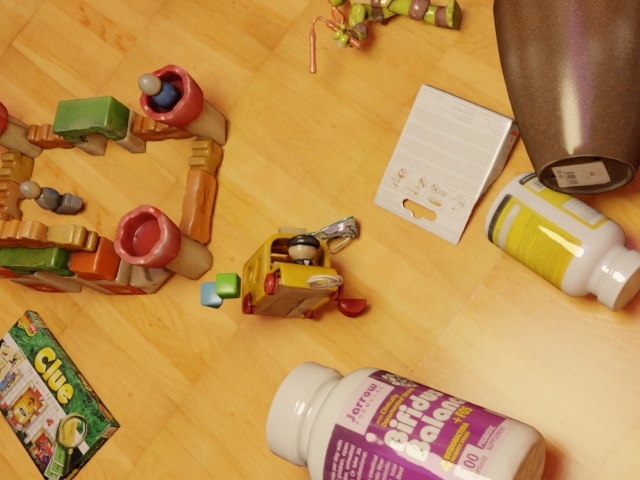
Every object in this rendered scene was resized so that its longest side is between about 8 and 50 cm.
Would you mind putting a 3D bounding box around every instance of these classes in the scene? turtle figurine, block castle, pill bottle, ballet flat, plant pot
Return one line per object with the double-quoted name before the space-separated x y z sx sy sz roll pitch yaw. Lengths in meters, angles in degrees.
"turtle figurine" 0.092 -0.342 1.324 0.217 0.087 0.269 7 68 19
"block castle" -0.381 -0.089 1.391 0.454 0.213 0.302 0 73 25
"pill bottle" 0.093 0.247 1.081 0.302 0.169 0.169 17 81 28
"ballet flat" 0.000 0.000 1.283 0.114 0.041 0.041 -18 67 20
"plant pot" 0.308 -0.178 1.084 0.215 0.215 0.230 -4 68 24
"pill bottle" 0.294 0.003 1.104 0.184 0.103 0.103 38 92 30

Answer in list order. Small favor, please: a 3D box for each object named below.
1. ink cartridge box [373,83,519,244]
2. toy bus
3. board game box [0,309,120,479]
"ink cartridge box" 0.169 -0.102 1.246 0.145 0.045 0.179 29 105 29
"toy bus" -0.037 0.036 1.199 0.202 0.191 0.104 -9 69 23
"board game box" -0.420 0.238 1.408 0.136 0.030 0.260 -48 60 2
